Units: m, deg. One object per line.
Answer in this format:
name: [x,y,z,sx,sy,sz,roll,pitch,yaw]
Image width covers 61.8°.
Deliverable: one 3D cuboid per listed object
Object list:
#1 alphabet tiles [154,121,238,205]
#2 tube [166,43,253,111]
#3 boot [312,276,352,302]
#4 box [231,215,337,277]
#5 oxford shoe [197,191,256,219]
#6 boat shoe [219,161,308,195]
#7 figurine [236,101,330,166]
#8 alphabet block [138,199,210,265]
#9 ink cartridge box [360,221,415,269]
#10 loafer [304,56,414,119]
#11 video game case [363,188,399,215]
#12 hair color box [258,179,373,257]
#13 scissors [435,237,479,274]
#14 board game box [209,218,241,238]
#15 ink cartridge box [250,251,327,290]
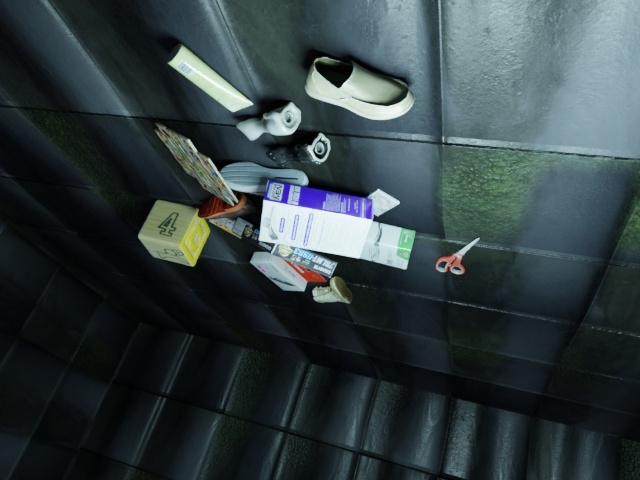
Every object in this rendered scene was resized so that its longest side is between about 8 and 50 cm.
alphabet tiles: [-0.409,-0.246,1.765,0.285,0.011,0.342,31,162,31]
tube: [-0.296,-0.425,1.429,0.240,0.062,0.070,34,-166,-38]
boot: [0.038,0.228,2.405,0.165,0.077,0.213,-3,151,23]
box: [-0.133,0.021,1.951,0.295,0.073,0.293,23,-176,-41]
oxford shoe: [-0.359,-0.112,2.019,0.271,0.097,0.098,-5,151,39]
boat shoe: [-0.185,-0.183,1.751,0.302,0.109,0.094,9,150,13]
figurine: [-0.116,-0.291,1.534,0.209,0.092,0.215,-4,145,45]
alphabet block: [-0.603,-0.030,2.221,0.197,0.193,0.192,13,154,12]
ink cartridge box: [0.216,0.012,1.882,0.208,0.087,0.153,14,153,9]
loafer: [0.086,-0.358,1.246,0.268,0.102,0.092,14,159,11]
video game case: [0.187,-0.122,1.732,0.087,0.011,0.122,28,152,-18]
hair color box: [-0.017,-0.065,1.698,0.339,0.110,0.185,9,137,-5]
scissors: [0.471,0.051,1.863,0.109,0.021,0.297,16,155,10]
board game box: [-0.367,-0.067,2.180,0.154,0.026,0.103,30,151,-21]
ink cartridge box: [-0.140,0.142,2.397,0.239,0.060,0.275,-1,147,37]
